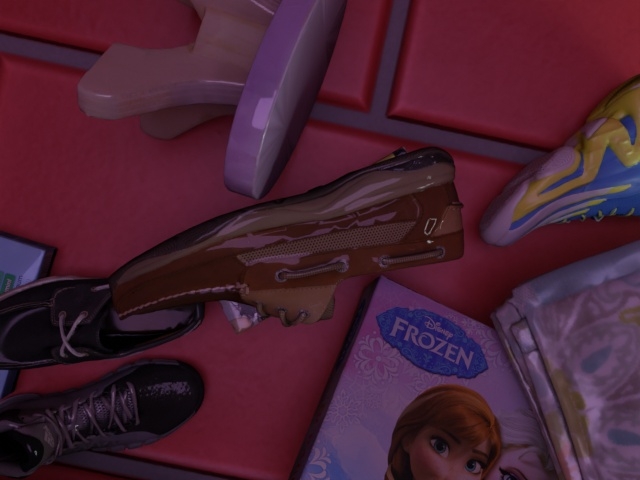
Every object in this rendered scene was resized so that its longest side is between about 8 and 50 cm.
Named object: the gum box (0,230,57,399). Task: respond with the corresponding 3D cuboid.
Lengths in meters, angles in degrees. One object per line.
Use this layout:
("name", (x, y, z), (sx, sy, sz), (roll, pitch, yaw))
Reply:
("gum box", (-0.378, 0.055, 0.795), (0.184, 0.041, 0.157), (18, 92, -1))

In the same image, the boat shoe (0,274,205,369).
("boat shoe", (-0.226, 0.077, 0.759), (0.233, 0.079, 0.084), (-9, 101, -13))

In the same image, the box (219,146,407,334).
("box", (0.000, 0.000, 0.793), (0.232, 0.058, 0.087), (-30, 92, -1))

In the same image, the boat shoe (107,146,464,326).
("boat shoe", (-0.022, 0.019, 0.704), (0.323, 0.122, 0.120), (-19, 93, 1))

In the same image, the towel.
("towel", (0.367, 0.130, 0.659), (0.374, 0.090, 0.321), (-22, 76, 16))

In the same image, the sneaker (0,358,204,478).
("sneaker", (-0.226, 0.179, 0.756), (0.228, 0.132, 0.086), (-15, 92, 0))

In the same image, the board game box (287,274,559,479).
("board game box", (0.133, 0.241, 0.737), (0.318, 0.066, 0.318), (25, 69, -5))

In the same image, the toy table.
("toy table", (-0.084, -0.171, 0.704), (0.160, 0.274, 0.252), (19, 126, 5))

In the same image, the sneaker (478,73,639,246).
("sneaker", (0.275, -0.050, 0.780), (0.240, 0.091, 0.126), (-41, 93, 0))
